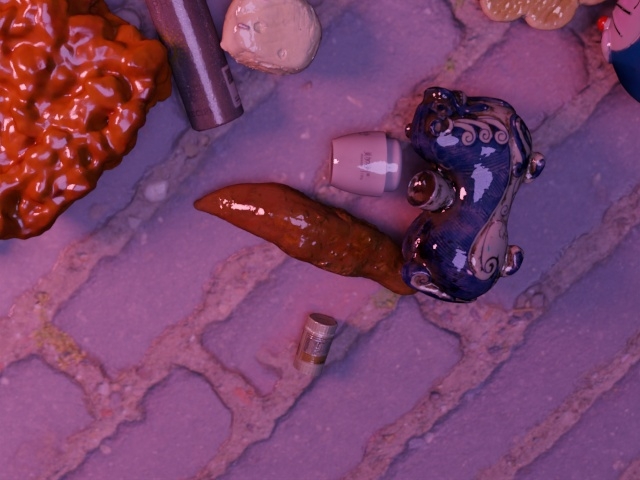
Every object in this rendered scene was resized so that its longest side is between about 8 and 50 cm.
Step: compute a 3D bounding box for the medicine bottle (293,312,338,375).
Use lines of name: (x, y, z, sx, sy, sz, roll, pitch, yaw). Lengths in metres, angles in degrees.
medicine bottle: (-0.008, 0.154, 1.345, 0.047, 0.047, 0.083, 13, 105, -16)

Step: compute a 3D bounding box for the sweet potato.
sweet potato: (0.003, -0.007, 1.264, 0.355, 0.106, 0.095, 21, 61, -16)

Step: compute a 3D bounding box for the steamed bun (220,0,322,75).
steamed bun: (-0.065, -0.272, 1.163, 0.130, 0.091, 0.112, 11, 97, -29)

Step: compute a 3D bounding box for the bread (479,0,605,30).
bread: (0.320, -0.387, 1.236, 0.251, 0.039, 0.181, -33, 114, -1)

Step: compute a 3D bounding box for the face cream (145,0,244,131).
face cream: (-0.174, -0.279, 1.147, 0.073, 0.073, 0.283, -20, 111, -5)

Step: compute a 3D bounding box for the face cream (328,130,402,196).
face cream: (0.061, -0.106, 1.249, 0.095, 0.091, 0.091, 2, 108, -5)

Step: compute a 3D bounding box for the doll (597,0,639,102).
doll: (0.503, -0.302, 1.188, 0.240, 0.284, 0.309, 25, 103, 12)

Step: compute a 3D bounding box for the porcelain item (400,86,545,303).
porcelain item: (0.188, -0.060, 1.237, 0.186, 0.138, 0.288, 15, 93, -32)

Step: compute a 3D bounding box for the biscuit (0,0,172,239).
biscuit: (-0.369, -0.193, 1.103, 0.318, 0.110, 0.312, -44, 102, 3)
